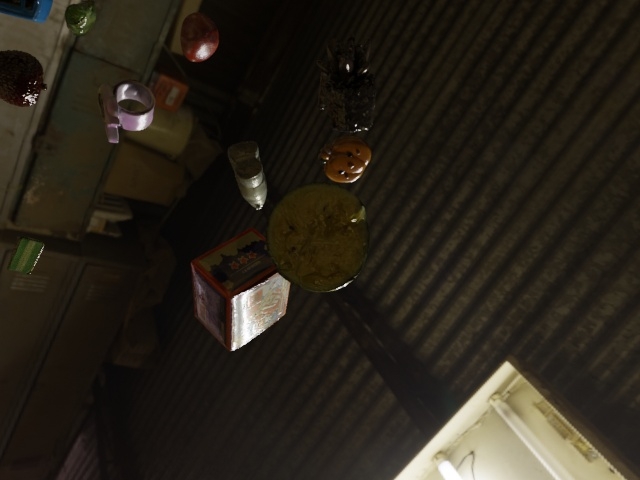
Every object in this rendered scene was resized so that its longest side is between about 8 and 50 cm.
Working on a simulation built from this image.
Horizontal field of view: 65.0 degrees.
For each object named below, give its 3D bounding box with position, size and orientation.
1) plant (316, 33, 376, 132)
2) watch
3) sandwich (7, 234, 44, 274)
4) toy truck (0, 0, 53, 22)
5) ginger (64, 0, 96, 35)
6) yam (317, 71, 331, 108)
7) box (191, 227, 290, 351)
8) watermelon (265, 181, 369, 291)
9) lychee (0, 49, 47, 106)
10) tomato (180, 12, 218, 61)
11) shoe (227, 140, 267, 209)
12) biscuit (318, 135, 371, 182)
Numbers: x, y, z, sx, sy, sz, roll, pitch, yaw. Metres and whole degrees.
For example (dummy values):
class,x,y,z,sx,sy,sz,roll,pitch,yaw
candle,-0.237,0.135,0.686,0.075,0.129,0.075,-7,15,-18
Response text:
class,x,y,z,sx,sy,sz,roll,pitch,yaw
plant,0.109,-0.560,1.794,0.181,0.193,0.321,29,-48,50
watch,-0.806,-0.558,2.116,0.249,0.217,0.211,65,-32,19
sandwich,-0.921,0.050,1.567,0.074,0.074,0.117,10,-99,53
toy truck,-1.012,-0.778,1.505,0.161,0.384,0.163,-123,-135,-63
ginger,-0.892,-0.834,1.886,0.290,0.089,0.137,16,-95,67
yam,0.030,-0.586,1.984,0.079,0.079,0.142,32,-60,52
box,-0.314,0.198,2.023,0.256,0.318,0.349,38,-41,27
watermelon,0.000,0.000,1.564,0.330,0.189,0.331,-3,-103,12
lychee,-1.017,-0.545,1.684,0.194,0.194,0.195,-22,-120,46
tomato,-0.398,-0.682,1.703,0.091,0.139,0.159,22,-75,25
shoe,-0.302,-0.275,2.119,0.342,0.132,0.211,-113,-168,-50
biscuit,0.075,-0.256,1.604,0.170,0.170,0.050,-47,-148,31
